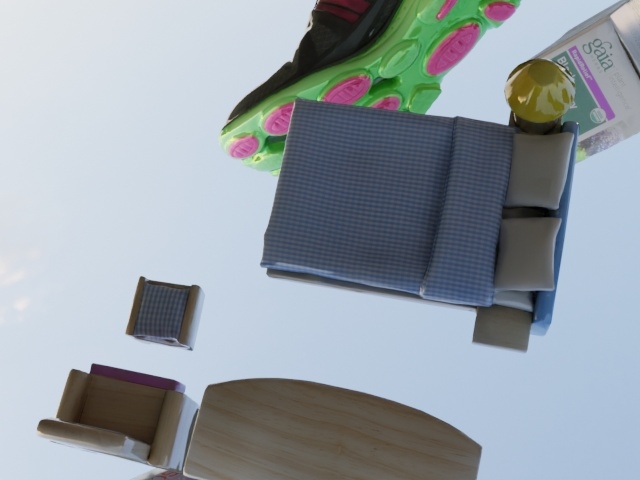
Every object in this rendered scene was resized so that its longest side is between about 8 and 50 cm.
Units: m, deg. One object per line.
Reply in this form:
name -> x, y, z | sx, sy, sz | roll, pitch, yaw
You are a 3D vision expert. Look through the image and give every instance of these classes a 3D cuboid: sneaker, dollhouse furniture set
sneaker -> 0.066, -0.262, 1.293 | 0.483, 0.185, 0.202 | -41, -134, 13
dollhouse furniture set -> 0.000, 0.000, 0.619 | 0.286, 0.198, 0.303 | 11, -105, 10

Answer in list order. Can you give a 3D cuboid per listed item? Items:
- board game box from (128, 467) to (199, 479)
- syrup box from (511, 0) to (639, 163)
board game box -> -0.116, 0.379, 1.079 | 0.066, 0.317, 0.319 | 5, -167, 38
syrup box -> 0.255, -0.150, 0.918 | 0.096, 0.093, 0.237 | -28, -175, 32
